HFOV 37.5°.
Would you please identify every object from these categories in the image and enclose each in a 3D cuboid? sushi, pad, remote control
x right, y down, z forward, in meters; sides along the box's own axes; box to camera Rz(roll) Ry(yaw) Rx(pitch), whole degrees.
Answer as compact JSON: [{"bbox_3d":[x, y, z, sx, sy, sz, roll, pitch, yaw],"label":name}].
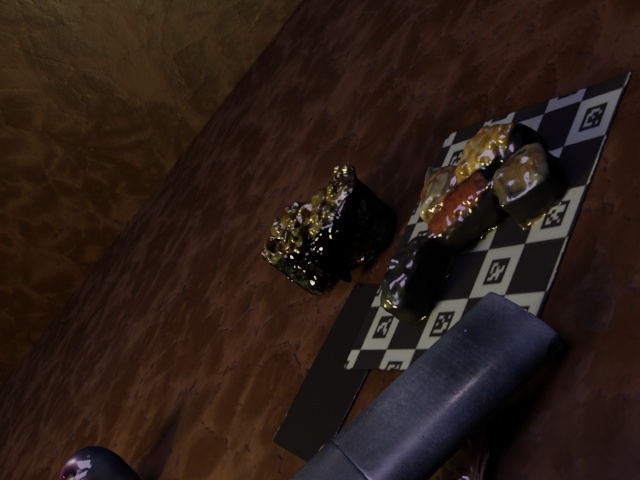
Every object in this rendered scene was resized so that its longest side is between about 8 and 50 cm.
[{"bbox_3d":[0.156,-0.024,1.077,0.343,0.064,0.359,-13,49,62],"label":"sushi"},{"bbox_3d":[0.023,0.164,1.205,0.243,0.004,0.163,-61,20,-11],"label":"pad"},{"bbox_3d":[0.053,0.196,0.847,0.377,0.044,0.107,-42,30,-9],"label":"remote control"},{"bbox_3d":[0.000,0.000,1.341,0.212,0.115,0.147,-30,33,51],"label":"sushi"}]

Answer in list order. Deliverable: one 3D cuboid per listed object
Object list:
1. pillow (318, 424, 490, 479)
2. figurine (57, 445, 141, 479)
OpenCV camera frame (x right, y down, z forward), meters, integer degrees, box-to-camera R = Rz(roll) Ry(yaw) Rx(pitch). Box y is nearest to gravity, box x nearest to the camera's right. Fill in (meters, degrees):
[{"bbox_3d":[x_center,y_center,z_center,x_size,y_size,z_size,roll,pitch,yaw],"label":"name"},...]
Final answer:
[{"bbox_3d":[0.066,0.251,0.911,0.248,0.049,0.135,-25,38,50],"label":"pillow"},{"bbox_3d":[-0.388,0.443,1.576,0.222,0.145,0.145,-53,20,17],"label":"figurine"}]
